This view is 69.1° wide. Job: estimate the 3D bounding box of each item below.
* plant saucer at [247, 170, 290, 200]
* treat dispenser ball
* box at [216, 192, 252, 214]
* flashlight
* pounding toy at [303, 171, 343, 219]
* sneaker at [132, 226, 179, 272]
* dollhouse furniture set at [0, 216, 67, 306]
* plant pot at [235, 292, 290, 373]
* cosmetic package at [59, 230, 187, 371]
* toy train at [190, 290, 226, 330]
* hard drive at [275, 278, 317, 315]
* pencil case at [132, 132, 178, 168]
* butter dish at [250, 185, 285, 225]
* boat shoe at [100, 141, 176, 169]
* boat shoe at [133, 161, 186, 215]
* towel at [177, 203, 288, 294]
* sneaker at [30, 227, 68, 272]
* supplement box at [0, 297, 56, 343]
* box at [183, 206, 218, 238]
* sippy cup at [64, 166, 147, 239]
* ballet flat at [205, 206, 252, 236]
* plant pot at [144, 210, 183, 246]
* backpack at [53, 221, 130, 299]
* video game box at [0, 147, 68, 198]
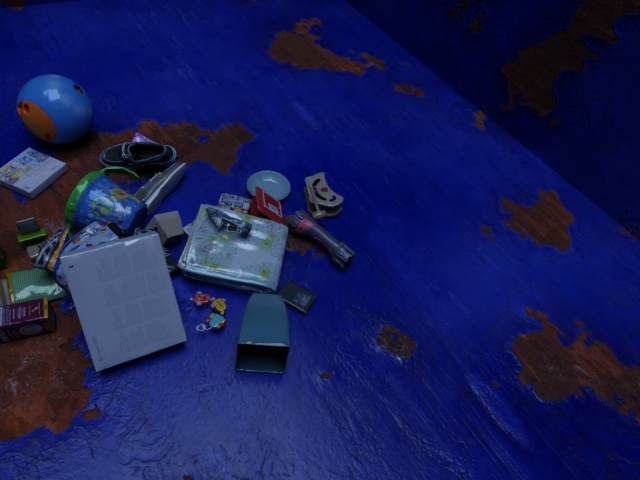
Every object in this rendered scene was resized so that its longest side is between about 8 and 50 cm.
[{"bbox_3d":[-0.234,-0.235,2.090,0.195,0.037,0.194,6,51,-7],"label":"plant saucer"},{"bbox_3d":[-1.133,-0.561,1.992,0.289,0.288,0.288,6,51,-8],"label":"treat dispenser ball"},{"bbox_3d":[-0.369,-0.152,1.999,0.137,0.027,0.093,12,51,-3],"label":"box"},{"bbox_3d":[0.000,0.000,1.918,0.304,0.103,0.103,41,81,14],"label":"flashlight"},{"bbox_3d":[0.019,-0.205,2.044,0.154,0.154,0.269,-5,53,-11],"label":"pounding toy"},{"bbox_3d":[-0.611,0.022,1.726,0.229,0.132,0.086,26,20,9],"label":"sneaker"},{"bbox_3d":[-1.020,0.075,1.591,0.198,0.151,0.301,-20,59,-26],"label":"dollhouse furniture set"},{"bbox_3d":[-0.194,0.303,1.587,0.166,0.165,0.234,6,44,-8],"label":"plant pot"},{"bbox_3d":[-0.616,0.186,1.475,0.285,0.376,0.097,-16,14,-26],"label":"cosmetic package"},{"bbox_3d":[-0.396,0.258,1.653,0.125,0.046,0.166,-4,50,-14],"label":"toy train"},{"bbox_3d":[-0.092,0.214,1.766,0.135,0.022,0.094,29,53,10],"label":"hard drive"},{"bbox_3d":[-0.744,-0.398,2.078,0.206,0.088,0.086,27,51,11],"label":"pencil case"},{"bbox_3d":[-0.241,-0.120,1.952,0.160,0.118,0.159,35,29,-38],"label":"butter dish"},{"bbox_3d":[-0.791,-0.376,1.978,0.336,0.119,0.120,-6,79,5],"label":"boat shoe"},{"bbox_3d":[-0.674,-0.237,1.949,0.091,0.109,0.304,27,55,3],"label":"boat shoe"},{"bbox_3d":[-0.325,0.029,1.793,0.375,0.090,0.320,15,55,-9],"label":"towel"},{"bbox_3d":[-0.928,0.024,1.605,0.083,0.084,0.214,7,32,-15],"label":"sneaker"},{"bbox_3d":[-0.964,0.259,1.486,0.188,0.104,0.080,-11,55,-20],"label":"supplement box"},{"bbox_3d":[-0.444,-0.043,1.888,0.145,0.038,0.186,38,55,17],"label":"box"},{"bbox_3d":[-0.795,-0.112,1.760,0.224,0.305,0.240,25,21,-6],"label":"sippy cup"},{"bbox_3d":[-0.355,-0.067,1.762,0.189,0.070,0.070,21,50,-1],"label":"ballet flat"},{"bbox_3d":[-0.596,-0.039,1.799,0.109,0.109,0.096,-19,73,-52],"label":"plant pot"},{"bbox_3d":[-0.760,0.086,1.582,0.213,0.276,0.263,28,58,20],"label":"backpack"},{"bbox_3d":[-1.191,-0.279,1.909,0.187,0.048,0.205,25,50,5],"label":"video game box"}]
